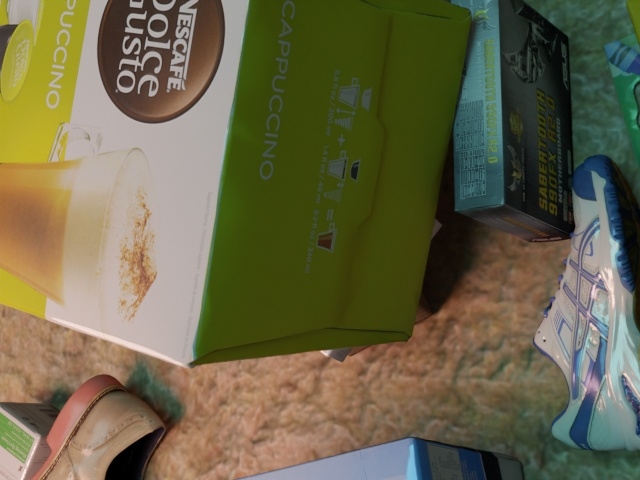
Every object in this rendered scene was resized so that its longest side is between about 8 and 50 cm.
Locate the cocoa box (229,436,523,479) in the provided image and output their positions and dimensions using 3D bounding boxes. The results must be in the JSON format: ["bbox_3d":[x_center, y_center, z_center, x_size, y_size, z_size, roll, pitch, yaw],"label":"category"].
[{"bbox_3d":[0.020,0.352,1.189,0.347,0.228,0.232,-19,65,29],"label":"cocoa box"}]

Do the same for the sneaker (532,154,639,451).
[{"bbox_3d":[0.264,0.063,1.165,0.131,0.112,0.297,-14,72,31],"label":"sneaker"}]

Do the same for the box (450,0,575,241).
[{"bbox_3d":[0.200,-0.126,1.203,0.056,0.183,0.231,-7,75,32],"label":"box"}]

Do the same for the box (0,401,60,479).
[{"bbox_3d":[-0.382,0.275,1.559,0.101,0.102,0.087,27,97,33],"label":"box"}]

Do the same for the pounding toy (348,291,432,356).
[{"bbox_3d":[0.037,0.056,1.340,0.141,0.100,0.130,-28,66,15],"label":"pounding toy"}]

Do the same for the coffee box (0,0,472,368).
[{"bbox_3d":[-0.103,-0.093,1.101,0.334,0.338,0.338,14,97,35],"label":"coffee box"}]

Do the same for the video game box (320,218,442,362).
[{"bbox_3d":[0.000,0.000,1.287,0.205,0.048,0.187,37,95,31],"label":"video game box"}]

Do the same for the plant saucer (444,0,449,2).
[{"bbox_3d":[-0.018,-0.317,1.367,0.332,0.081,0.333,28,73,30],"label":"plant saucer"}]

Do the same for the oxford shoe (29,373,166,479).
[{"bbox_3d":[-0.311,0.351,1.487,0.130,0.123,0.348,27,98,28],"label":"oxford shoe"}]

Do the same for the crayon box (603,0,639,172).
[{"bbox_3d":[0.431,-0.175,1.119,0.322,0.083,0.203,-22,69,29],"label":"crayon box"}]
